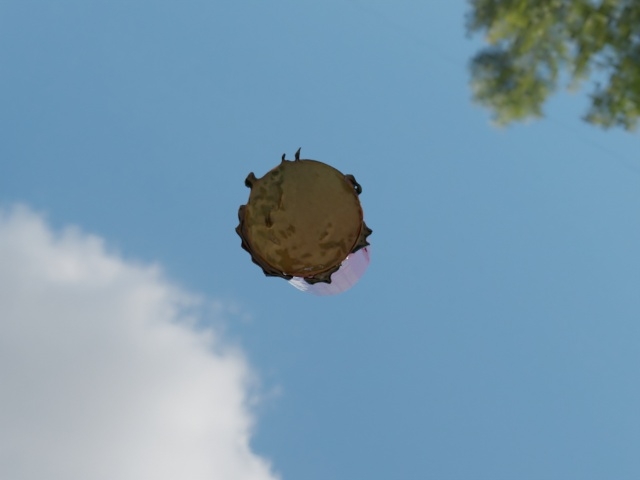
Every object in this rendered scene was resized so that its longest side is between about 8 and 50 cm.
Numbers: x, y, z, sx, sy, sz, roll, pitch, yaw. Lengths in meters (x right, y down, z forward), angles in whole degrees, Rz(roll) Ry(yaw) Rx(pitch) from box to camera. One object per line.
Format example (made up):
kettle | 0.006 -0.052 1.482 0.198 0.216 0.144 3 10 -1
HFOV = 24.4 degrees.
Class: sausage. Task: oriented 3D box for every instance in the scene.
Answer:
sausage | 0.000 0.000 0.988 0.083 0.083 0.264 26 176 6
